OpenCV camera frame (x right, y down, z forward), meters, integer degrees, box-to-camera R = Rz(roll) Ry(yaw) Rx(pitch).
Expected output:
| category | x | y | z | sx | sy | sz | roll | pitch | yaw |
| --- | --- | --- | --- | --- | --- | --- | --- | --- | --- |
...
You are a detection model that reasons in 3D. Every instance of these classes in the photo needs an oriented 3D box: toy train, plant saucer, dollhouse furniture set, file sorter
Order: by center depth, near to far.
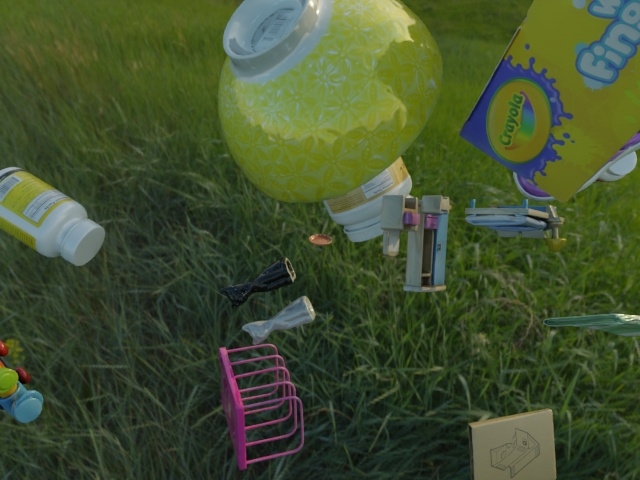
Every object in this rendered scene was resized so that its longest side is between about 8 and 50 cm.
| category | x | y | z | sx | sy | sz | roll | pitch | yaw |
| --- | --- | --- | --- | --- | --- | --- | --- | --- | --- |
| toy train | -0.650 | 0.252 | 1.160 | 0.143 | 0.248 | 0.105 | 14 | 46 | 38 |
| dollhouse furniture set | 0.320 | 0.016 | 1.211 | 0.303 | 0.198 | 0.286 | 2 | 0 | 34 |
| file sorter | -0.171 | 0.450 | 1.665 | 0.182 | 0.202 | 0.291 | -7 | 23 | -16 |
| plant saucer | 0.000 | 0.000 | 2.133 | 0.083 | 0.013 | 0.083 | 2 | 26 | -1 |

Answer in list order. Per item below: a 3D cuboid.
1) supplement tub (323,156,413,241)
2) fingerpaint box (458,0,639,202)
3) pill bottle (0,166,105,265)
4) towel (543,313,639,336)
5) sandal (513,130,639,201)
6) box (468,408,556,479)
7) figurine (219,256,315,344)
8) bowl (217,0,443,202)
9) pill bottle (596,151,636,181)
| category | x | y | z | sx | sy | sz | roll | pitch | yaw |
| --- | --- | --- | --- | --- | --- | --- | --- | --- | --- |
| supplement tub | 0.091 | -0.178 | 1.479 | 0.228 | 0.316 | 0.228 | -25 | 13 | 7 |
| fingerpaint box | 0.358 | -0.303 | 0.580 | 0.163 | 0.445 | 0.371 | 35 | 65 | 10 |
| pill bottle | -0.287 | -0.022 | 0.613 | 0.116 | 0.065 | 0.065 | 31 | 54 | 8 |
| towel | 0.830 | 0.238 | 1.632 | 0.324 | 0.247 | 0.038 | 8 | 77 | -25 |
| sandal | 0.613 | -0.238 | 1.307 | 0.416 | 0.102 | 0.169 | -30 | 68 | -1 |
| box | 0.427 | 0.470 | 1.311 | 0.201 | 0.165 | 0.021 | -6 | 7 | -12 |
| figurine | -0.147 | 0.181 | 1.661 | 0.209 | 0.215 | 0.092 | -24 | 19 | 6 |
| bowl | -0.020 | -0.205 | 0.684 | 0.289 | 0.156 | 0.290 | -17 | 54 | 25 |
| pill bottle | 0.791 | -0.217 | 1.641 | 0.108 | 0.108 | 0.193 | -9 | 3 | 2 |
